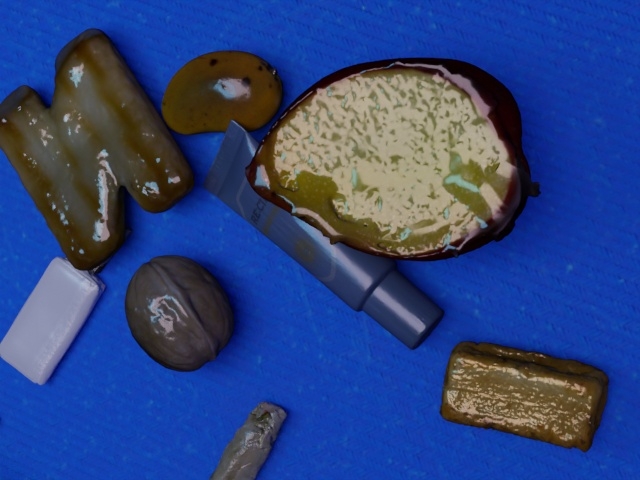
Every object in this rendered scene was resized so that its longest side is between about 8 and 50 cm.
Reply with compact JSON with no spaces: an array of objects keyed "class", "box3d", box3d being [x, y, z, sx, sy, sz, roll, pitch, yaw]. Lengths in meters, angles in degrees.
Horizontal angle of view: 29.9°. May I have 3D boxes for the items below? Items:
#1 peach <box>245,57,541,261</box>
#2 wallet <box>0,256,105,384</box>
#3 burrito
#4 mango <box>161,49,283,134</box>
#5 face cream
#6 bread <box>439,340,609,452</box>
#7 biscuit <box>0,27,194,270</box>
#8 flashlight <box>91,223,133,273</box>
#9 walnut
[{"class":"peach","box3d":[0.095,-0.101,1.537,0.362,0.201,0.257,-6,94,11]},{"class":"wallet","box3d":[-0.393,0.113,1.755,0.095,0.033,0.190,33,99,11]},{"class":"burrito","box3d":[-0.110,0.306,1.675,0.058,0.045,0.188,33,100,19]},{"class":"mango","box3d":[-0.138,-0.204,1.659,0.178,0.090,0.115,0,99,23]},{"class":"face cream","box3d":[0.000,0.000,1.623,0.385,0.086,0.135,40,134,12]},{"class":"bread","box3d":[0.262,0.199,1.556,0.211,0.083,0.114,13,99,14]},{"class":"biscuit","box3d":[-0.326,-0.129,1.708,0.237,0.062,0.290,-39,76,17]},{"class":"flashlight","box3d":[-0.304,0.012,1.737,0.018,0.018,0.083,42,100,10]},{"class":"walnut","box3d":[-0.195,0.100,1.651,0.140,0.140,0.162,-45,70,11]}]
